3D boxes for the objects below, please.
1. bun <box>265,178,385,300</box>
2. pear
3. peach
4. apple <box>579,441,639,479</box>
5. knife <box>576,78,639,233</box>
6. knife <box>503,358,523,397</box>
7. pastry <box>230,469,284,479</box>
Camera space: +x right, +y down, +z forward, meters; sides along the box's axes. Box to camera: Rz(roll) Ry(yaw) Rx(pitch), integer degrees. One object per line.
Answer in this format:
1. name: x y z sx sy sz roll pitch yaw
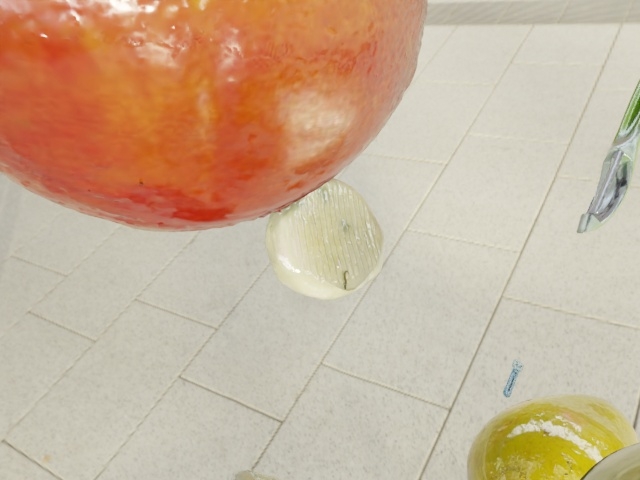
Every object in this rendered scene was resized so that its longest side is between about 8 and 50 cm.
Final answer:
1. bun: 0.000 0.000 0.974 0.237 0.210 0.116 -11 -12 -43
2. pear: 0.405 0.396 0.958 0.336 0.285 0.285 -10 36 -26
3. peach: -0.102 -0.175 0.408 0.372 0.373 0.290 -22 62 -5
4. apple: 0.306 0.256 0.416 0.262 0.262 0.262 -10 41 9
5. knife: 0.211 -0.069 0.392 0.022 0.026 0.184 13 59 40
6. knife: 0.418 0.300 1.249 0.027 0.010 0.096 36 57 0
7. pastry: -0.106 0.477 0.857 0.264 0.133 0.265 21 33 -14
